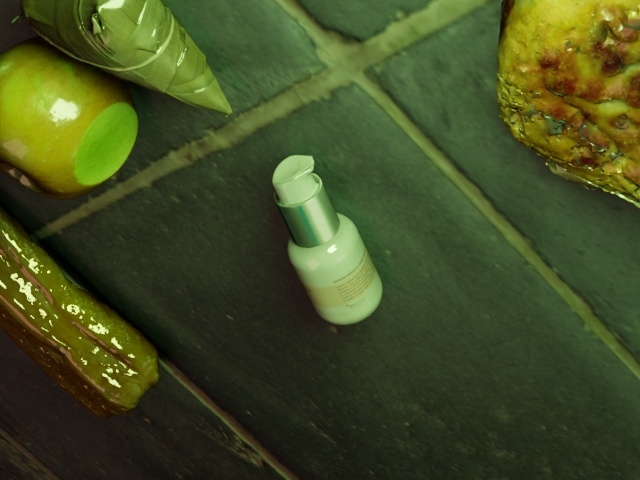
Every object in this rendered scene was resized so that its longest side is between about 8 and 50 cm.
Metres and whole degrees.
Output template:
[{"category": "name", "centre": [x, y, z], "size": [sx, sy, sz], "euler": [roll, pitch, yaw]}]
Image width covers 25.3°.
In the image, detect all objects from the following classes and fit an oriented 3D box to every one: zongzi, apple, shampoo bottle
[{"category": "zongzi", "centre": [-0.187, -0.178, 1.327], "size": [0.189, 0.081, 0.178], "euler": [12, 154, 47]}, {"category": "apple", "centre": [-0.271, -0.119, 1.419], "size": [0.146, 0.147, 0.163], "euler": [26, 152, 20]}, {"category": "shampoo bottle", "centre": [0.000, 0.000, 1.377], "size": [0.074, 0.074, 0.192], "euler": [12, 144, 37]}]

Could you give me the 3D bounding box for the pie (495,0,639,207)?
[{"category": "pie", "centre": [0.248, -0.098, 0.948], "size": [0.308, 0.085, 0.308], "euler": [26, 149, 17]}]

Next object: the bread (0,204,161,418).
[{"category": "bread", "centre": [-0.374, 0.078, 1.877], "size": [0.380, 0.109, 0.185], "euler": [45, 158, -13]}]
